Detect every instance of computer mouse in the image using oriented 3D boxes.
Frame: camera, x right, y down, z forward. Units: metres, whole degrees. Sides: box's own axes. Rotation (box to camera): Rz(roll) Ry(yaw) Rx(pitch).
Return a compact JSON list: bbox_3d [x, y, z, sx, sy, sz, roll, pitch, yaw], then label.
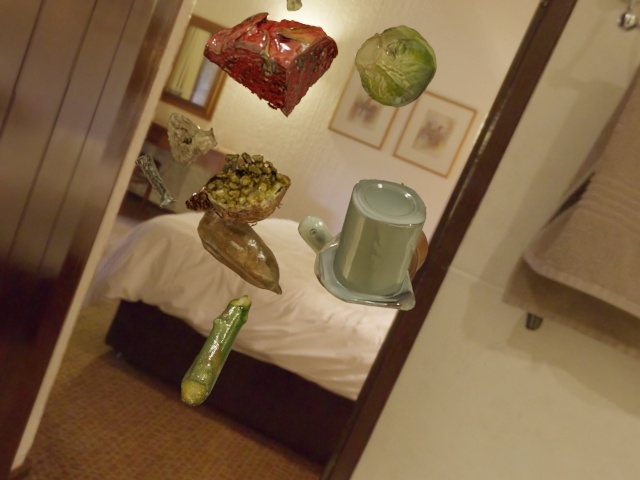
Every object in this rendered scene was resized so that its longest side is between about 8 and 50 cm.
[{"bbox_3d":[0.000,0.000,1.835,0.181,0.089,0.056,52,10,-31],"label":"computer mouse"}]

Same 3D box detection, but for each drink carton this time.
[{"bbox_3d":[0.105,0.004,1.079,0.191,0.189,0.185,9,40,-6],"label":"drink carton"}]

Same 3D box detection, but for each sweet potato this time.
[{"bbox_3d":[-0.249,0.040,1.868,0.370,0.157,0.158,40,8,-3],"label":"sweet potato"}]

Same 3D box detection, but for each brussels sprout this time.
[{"bbox_3d":[0.211,-0.509,1.651,0.271,0.219,0.210,5,49,-48],"label":"brussels sprout"}]

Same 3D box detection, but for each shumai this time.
[{"bbox_3d":[-0.498,-0.405,2.208,0.176,0.205,0.166,-12,5,1],"label":"shumai"}]

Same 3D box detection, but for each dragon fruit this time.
[{"bbox_3d":[-0.152,-0.445,1.410,0.331,0.240,0.302,13,11,12],"label":"dragon fruit"}]

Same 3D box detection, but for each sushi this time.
[{"bbox_3d":[-0.238,-0.148,1.691,0.297,0.166,0.179,2,-27,4],"label":"sushi"}]

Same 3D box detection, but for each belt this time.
[{"bbox_3d":[0.146,0.055,1.677,0.339,0.217,0.122,-19,8,29],"label":"belt"}]

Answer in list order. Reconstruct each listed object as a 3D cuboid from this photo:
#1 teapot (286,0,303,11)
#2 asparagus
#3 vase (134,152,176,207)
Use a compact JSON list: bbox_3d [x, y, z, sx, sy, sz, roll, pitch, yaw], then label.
[{"bbox_3d":[-0.091,-0.804,1.860,0.067,0.057,0.083,24,-33,37],"label":"teapot"},{"bbox_3d":[-0.261,0.266,1.472,0.082,0.343,0.085,15,-36,16],"label":"asparagus"},{"bbox_3d":[-0.512,-0.184,1.753,0.166,0.059,0.059,63,6,-6],"label":"vase"}]
